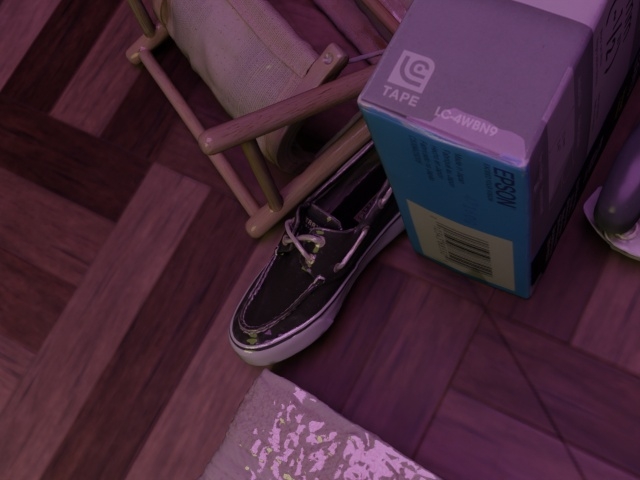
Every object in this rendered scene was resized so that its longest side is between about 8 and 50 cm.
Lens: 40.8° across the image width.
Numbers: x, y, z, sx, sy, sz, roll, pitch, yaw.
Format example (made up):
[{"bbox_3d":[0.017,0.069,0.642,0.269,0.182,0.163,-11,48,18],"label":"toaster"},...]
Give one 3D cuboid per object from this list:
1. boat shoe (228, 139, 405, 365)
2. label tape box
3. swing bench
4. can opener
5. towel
[{"bbox_3d":[0.000,0.000,0.679,0.078,0.070,0.219,32,75,36],"label":"boat shoe"},{"bbox_3d":[0.172,-0.160,0.607,0.115,0.249,0.347,26,78,22],"label":"label tape box"},{"bbox_3d":[-0.030,-0.189,0.723,0.255,0.165,0.253,-33,64,-6],"label":"swing bench"},{"bbox_3d":[0.306,-0.103,0.636,0.076,0.095,0.283,40,83,23],"label":"can opener"},{"bbox_3d":[0.018,0.237,0.605,0.282,0.049,0.187,29,78,23],"label":"towel"}]
